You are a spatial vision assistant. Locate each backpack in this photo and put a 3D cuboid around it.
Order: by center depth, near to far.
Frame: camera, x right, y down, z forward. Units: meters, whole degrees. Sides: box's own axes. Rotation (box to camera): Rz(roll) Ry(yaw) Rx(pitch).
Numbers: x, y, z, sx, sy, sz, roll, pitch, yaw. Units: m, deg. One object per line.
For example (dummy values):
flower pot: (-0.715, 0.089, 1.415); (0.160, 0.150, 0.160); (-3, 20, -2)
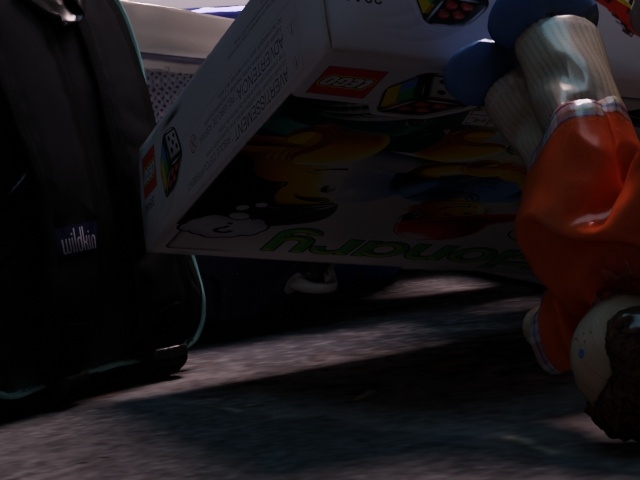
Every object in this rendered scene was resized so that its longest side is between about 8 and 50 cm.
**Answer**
backpack: (-0.145, -0.028, 0.643); (0.144, 0.188, 0.166); (-5, 4, 34)

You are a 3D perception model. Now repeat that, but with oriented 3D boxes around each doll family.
doll family: (0.133, -0.052, 0.365); (0.118, 0.163, 0.263); (0, -41, -18)

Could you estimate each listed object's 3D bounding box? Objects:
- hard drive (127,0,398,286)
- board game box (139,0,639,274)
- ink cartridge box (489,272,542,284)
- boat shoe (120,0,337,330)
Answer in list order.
hard drive: (-0.084, -0.048, 0.929); (0.319, 0.210, 0.040); (-8, 37, -25)
board game box: (0.103, -0.039, 0.598); (0.305, 0.053, 0.193); (4, -20, -22)
ink cartridge box: (0.181, -0.015, 0.965); (0.165, 0.065, 0.333); (-8, 2, -9)
boat shoe: (-0.002, -0.029, 0.836); (0.341, 0.158, 0.127); (2, -7, -23)
